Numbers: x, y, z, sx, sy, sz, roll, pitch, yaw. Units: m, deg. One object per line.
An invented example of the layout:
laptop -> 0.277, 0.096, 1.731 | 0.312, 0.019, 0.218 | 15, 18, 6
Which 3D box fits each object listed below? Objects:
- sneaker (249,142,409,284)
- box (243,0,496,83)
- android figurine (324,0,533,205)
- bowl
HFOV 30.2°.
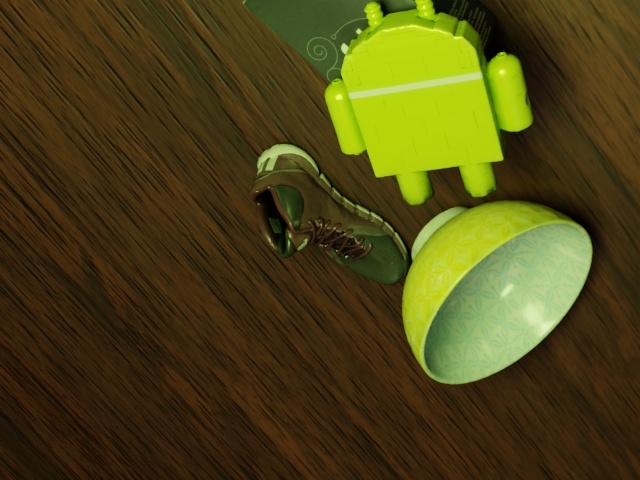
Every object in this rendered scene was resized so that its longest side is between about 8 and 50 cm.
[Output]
sneaker -> 0.000, 0.000, 1.704 | 0.281, 0.162, 0.106 | 40, 126, -11
box -> 0.066, -0.288, 1.495 | 0.270, 0.143, 0.165 | 40, 126, -10
android figurine -> 0.125, -0.169, 1.433 | 0.248, 0.056, 0.273 | -8, 124, 22
bowl -> 0.217, 0.043, 1.649 | 0.156, 0.289, 0.289 | 50, 139, 38
